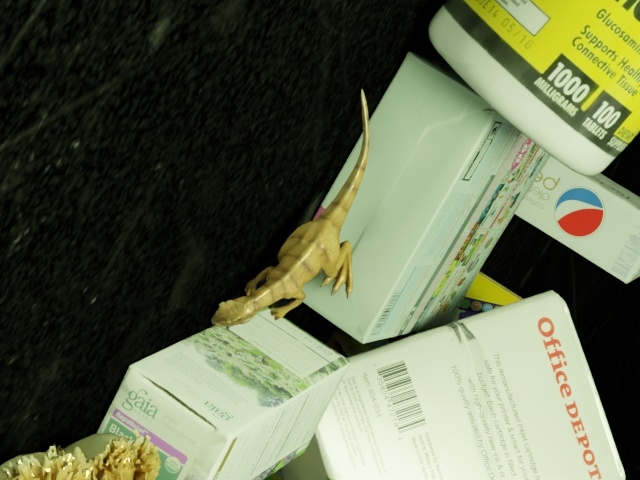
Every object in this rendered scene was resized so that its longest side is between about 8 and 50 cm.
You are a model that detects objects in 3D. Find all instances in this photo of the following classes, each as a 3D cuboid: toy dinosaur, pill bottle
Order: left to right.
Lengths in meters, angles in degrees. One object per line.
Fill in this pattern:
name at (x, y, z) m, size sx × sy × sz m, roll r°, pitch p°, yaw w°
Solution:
toy dinosaur at (0.000, 0.000, 1.500) m, size 0.211 × 0.064 × 0.112 m, roll -54°, pitch 164°, yaw -16°
pill bottle at (0.257, -0.229, 1.508) m, size 0.334 × 0.188 × 0.188 m, roll -49°, pitch 167°, yaw 12°

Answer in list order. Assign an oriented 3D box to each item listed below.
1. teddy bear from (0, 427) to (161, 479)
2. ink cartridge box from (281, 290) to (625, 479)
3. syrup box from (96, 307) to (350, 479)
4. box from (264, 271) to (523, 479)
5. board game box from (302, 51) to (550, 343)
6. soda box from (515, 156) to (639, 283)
teddy bear at (-0.209, 0.273, 1.286) m, size 0.338 × 0.113 × 0.245 m, roll -58°, pitch 163°, yaw 0°
ink cartridge box at (0.109, 0.180, 1.710) m, size 0.273 × 0.198 × 0.115 m, roll -16°, pitch 176°, yaw -24°
syrup box at (-0.075, 0.131, 1.463) m, size 0.096 × 0.093 × 0.237 m, roll -63°, pitch 165°, yaw 21°
box at (0.079, 0.196, 1.940) m, size 0.279 × 0.177 × 0.290 m, roll -51°, pitch 164°, yaw -21°
board game box at (0.098, -0.035, 1.685) m, size 0.224 × 0.097 × 0.303 m, roll -59°, pitch 164°, yaw 9°
soda box at (0.229, -0.046, 1.850) m, size 0.069 × 0.216 × 0.074 m, roll -60°, pitch 165°, yaw 15°
